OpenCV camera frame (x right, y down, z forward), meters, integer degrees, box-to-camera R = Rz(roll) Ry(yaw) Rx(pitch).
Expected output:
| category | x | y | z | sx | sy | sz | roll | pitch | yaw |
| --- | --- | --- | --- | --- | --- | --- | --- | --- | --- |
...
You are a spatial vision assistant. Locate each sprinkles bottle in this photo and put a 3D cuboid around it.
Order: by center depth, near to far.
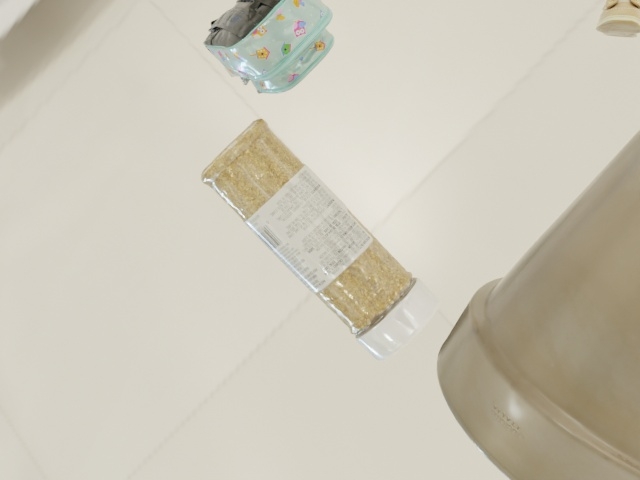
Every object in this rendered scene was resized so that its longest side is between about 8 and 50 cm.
| category | x | y | z | sx | sy | sz | roll | pitch | yaw |
| --- | --- | --- | --- | --- | --- | --- | --- | --- | --- |
| sprinkles bottle | 0.000 | 0.000 | 1.662 | 0.121 | 0.121 | 0.355 | -44 | 95 | 7 |

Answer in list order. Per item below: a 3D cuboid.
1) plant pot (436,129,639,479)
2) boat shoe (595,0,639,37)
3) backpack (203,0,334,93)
| category | x | y | z | sx | sy | sz | roll | pitch | yaw |
| --- | --- | --- | --- | --- | --- | --- | --- | --- | --- |
| plant pot | 0.291 | 0.050 | 0.956 | 0.323 | 0.323 | 0.280 | 37 | 117 | 29 |
| boat shoe | 0.400 | -0.305 | 1.641 | 0.063 | 0.170 | 0.059 | 6 | 96 | 11 |
| backpack | -0.066 | -0.297 | 1.773 | 0.166 | 0.188 | 0.144 | -45 | 105 | -8 |
